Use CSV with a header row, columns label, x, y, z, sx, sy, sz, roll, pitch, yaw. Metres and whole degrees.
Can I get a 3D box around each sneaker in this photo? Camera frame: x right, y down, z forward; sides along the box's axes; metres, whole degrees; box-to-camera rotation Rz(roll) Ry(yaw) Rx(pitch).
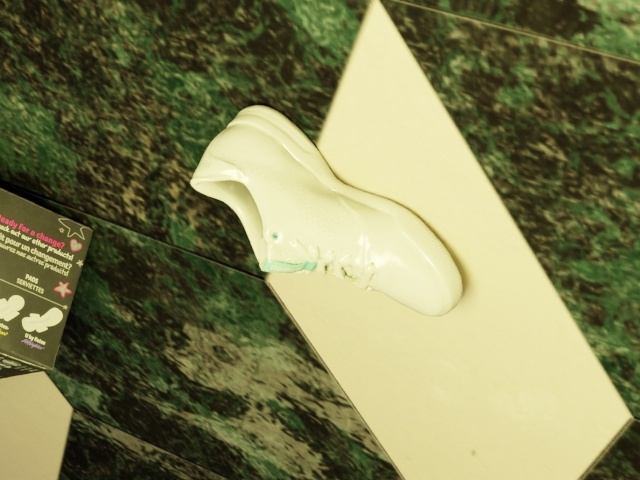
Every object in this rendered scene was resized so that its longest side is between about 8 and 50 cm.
label,x,y,z,sx,sy,sz,roll,pitch,yaw
sneaker,0.000,0.000,1.240,0.212,0.094,0.080,37,146,6

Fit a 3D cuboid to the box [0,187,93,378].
label,x,y,z,sx,sy,sz,roll,pitch,yaw
box,-0.344,0.038,1.559,0.163,0.142,0.247,25,158,-31
